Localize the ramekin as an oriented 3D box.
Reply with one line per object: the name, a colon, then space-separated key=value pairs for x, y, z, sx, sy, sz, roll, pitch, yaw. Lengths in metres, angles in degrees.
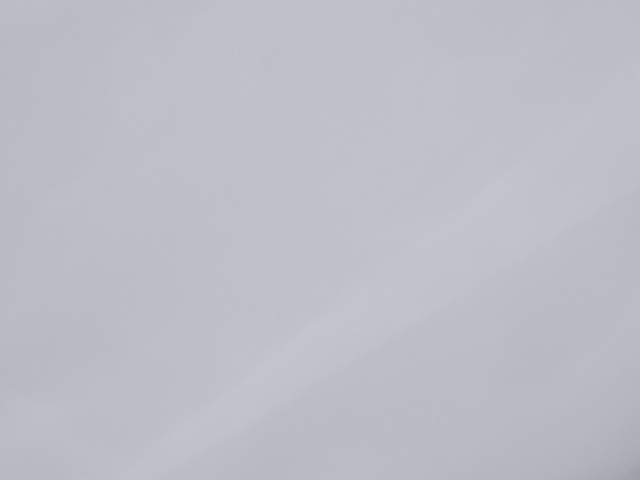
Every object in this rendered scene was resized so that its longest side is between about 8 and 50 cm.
ramekin: x=0.000 y=0.000 z=0.436 sx=0.273 sy=0.273 sz=0.127 roll=34 pitch=160 yaw=25
